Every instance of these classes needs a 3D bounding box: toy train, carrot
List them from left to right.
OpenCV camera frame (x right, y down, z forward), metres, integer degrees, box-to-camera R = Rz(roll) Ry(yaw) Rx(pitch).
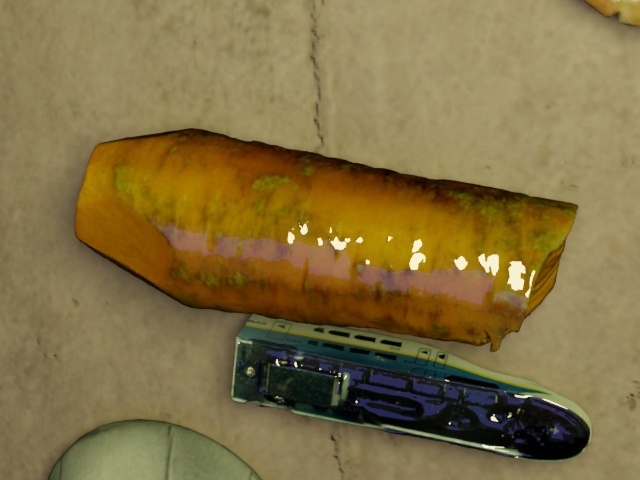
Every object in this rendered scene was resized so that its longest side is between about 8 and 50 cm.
[{"bbox_3d":[0.000,0.000,1.045,0.302,0.114,0.114,11,117,11],"label":"carrot"},{"bbox_3d":[0.061,0.096,1.102,0.234,0.051,0.052,10,117,9],"label":"toy train"}]

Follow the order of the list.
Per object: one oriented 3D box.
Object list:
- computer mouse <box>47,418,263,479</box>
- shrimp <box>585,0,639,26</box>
[{"bbox_3d":[-0.088,0.305,1.213,0.188,0.122,0.371,-14,112,23],"label":"computer mouse"},{"bbox_3d":[0.224,-0.191,0.913,0.217,0.051,0.115,-27,99,25],"label":"shrimp"}]
